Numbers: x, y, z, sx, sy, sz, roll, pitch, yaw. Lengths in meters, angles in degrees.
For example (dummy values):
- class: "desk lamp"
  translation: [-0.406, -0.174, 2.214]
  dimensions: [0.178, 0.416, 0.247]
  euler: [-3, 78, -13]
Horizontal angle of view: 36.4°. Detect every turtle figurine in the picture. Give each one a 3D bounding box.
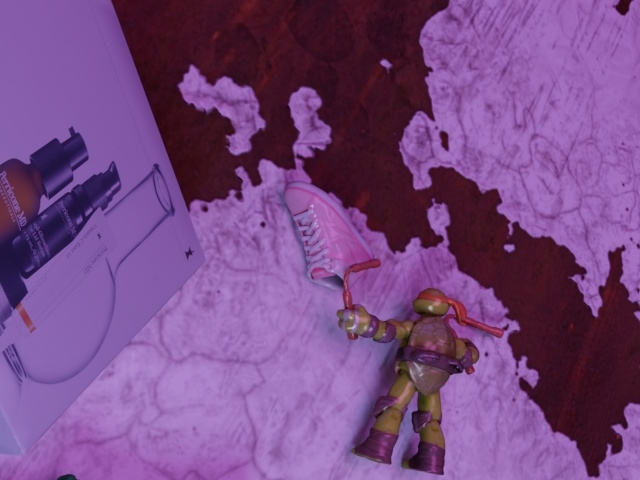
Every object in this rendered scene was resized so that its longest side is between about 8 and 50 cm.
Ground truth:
- class: "turtle figurine"
  translation: [0.120, 0.146, 1.081]
  dimensions: [0.269, 0.087, 0.217]
  euler: [23, 73, -40]

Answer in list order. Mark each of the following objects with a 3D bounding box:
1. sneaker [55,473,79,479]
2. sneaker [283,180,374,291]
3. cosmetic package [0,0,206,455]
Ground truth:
- class: "sneaker"
  translation: [-0.187, 0.262, 0.840]
  dimensions: [0.295, 0.109, 0.123]
  euler: [0, 82, -33]
- class: "sneaker"
  translation: [0.000, 0.000, 1.064]
  dimensions: [0.134, 0.051, 0.070]
  euler: [48, 52, -19]
- class: "cosmetic package"
  translation: [-0.249, -0.069, 0.764]
  dimensions: [0.284, 0.097, 0.377]
  euler: [-55, 134, -52]
